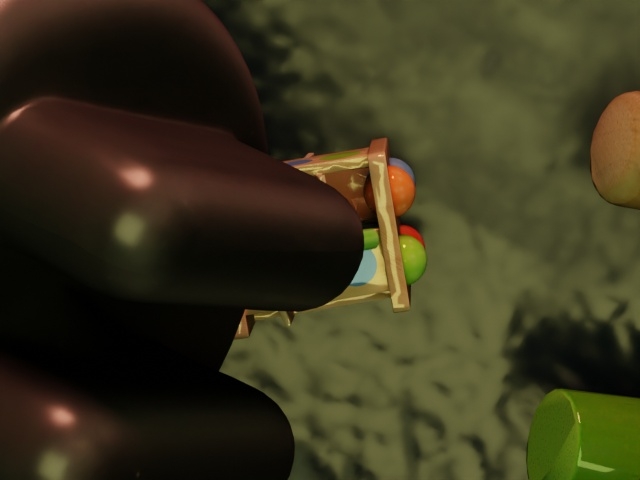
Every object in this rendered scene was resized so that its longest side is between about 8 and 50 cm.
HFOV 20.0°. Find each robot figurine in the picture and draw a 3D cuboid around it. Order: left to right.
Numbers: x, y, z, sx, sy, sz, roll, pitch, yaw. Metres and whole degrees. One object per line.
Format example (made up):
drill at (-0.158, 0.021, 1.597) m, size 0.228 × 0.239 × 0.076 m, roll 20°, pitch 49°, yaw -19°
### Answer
robot figurine at (-0.125, -0.015, 0.503) m, size 0.278 × 0.173 × 0.209 m, roll 22°, pitch 59°, yaw 33°

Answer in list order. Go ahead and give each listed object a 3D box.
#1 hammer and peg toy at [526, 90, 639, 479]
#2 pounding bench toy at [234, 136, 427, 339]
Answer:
hammer and peg toy at (0.163, 0.036, 0.486) m, size 0.127 × 0.266 × 0.361 m, roll 9°, pitch 101°, yaw -18°
pounding bench toy at (0.000, 0.000, 0.576) m, size 0.065 × 0.083 × 0.052 m, roll -9°, pitch 98°, yaw 5°
